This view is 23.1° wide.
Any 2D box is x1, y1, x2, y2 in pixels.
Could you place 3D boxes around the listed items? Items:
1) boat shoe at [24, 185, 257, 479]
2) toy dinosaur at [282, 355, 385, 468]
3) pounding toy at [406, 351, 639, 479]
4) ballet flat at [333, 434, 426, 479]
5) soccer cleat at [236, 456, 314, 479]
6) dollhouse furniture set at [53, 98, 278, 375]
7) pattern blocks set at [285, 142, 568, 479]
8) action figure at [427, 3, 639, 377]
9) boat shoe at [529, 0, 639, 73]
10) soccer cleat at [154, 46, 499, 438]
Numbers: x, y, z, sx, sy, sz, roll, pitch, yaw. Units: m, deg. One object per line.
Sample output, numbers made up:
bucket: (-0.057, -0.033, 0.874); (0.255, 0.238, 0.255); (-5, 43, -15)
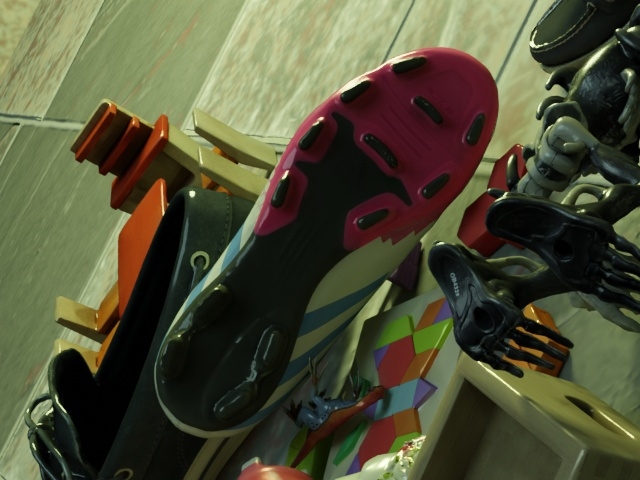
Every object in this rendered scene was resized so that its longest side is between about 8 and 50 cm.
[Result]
boat shoe: (-0.170, 0.165, 1.291); (0.500, 0.156, 0.187); (-56, 25, 15)
toy dinosaur: (0.014, 0.118, 1.066); (0.082, 0.047, 0.090); (12, 108, 57)
pounding toy: (0.108, 0.189, 0.780); (0.206, 0.094, 0.181); (-68, 27, 9)
ballet flat: (0.014, 0.188, 0.906); (0.241, 0.077, 0.091); (-59, -13, 13)
soccer cleat: (-0.068, 0.252, 1.046); (0.248, 0.083, 0.095); (-58, 26, 29)
dollhouse furniture set: (-0.172, -0.021, 1.524); (0.262, 0.135, 0.259); (-51, 25, 22)
pattern blocks set: (0.058, 0.111, 1.042); (0.285, 0.026, 0.324); (-41, 31, 40)
action figure: (0.165, -0.028, 0.850); (0.164, 0.141, 0.275); (-52, -3, 40)
boat shoe: (0.200, -0.190, 1.038); (0.206, 0.065, 0.075); (-41, 31, 39)
soccer cleat: (0.000, 0.000, 1.126); (0.331, 0.116, 0.143); (-49, -8, -3)
